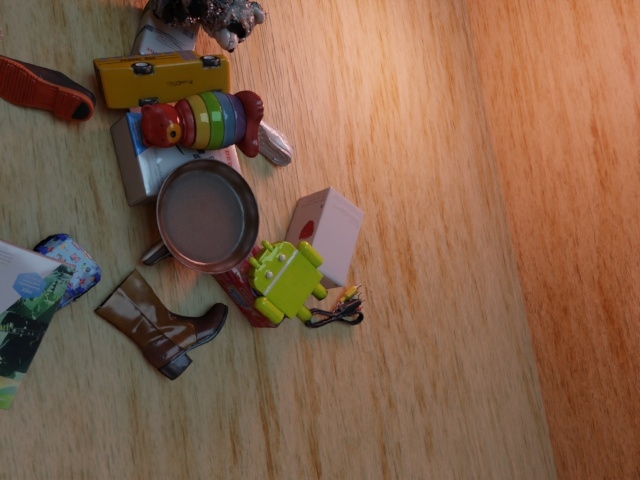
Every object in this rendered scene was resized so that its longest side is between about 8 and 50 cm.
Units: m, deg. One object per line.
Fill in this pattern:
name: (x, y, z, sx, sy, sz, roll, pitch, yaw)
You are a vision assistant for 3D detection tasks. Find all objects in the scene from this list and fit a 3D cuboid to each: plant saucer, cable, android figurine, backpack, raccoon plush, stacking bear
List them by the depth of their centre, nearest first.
backpack: (-0.618, 0.086, 1.118, 0.173, 0.116, 0.158, -45, 110, -36)
stacking bear: (-0.317, -0.305, 1.273, 0.288, 0.164, 0.176, -14, 133, -33)
plant saucer: (-0.303, -0.065, 1.319, 0.310, 0.050, 0.311, 4, 84, -42)
raccoon plush: (-0.292, -0.757, 1.341, 0.299, 0.216, 0.447, -24, 128, -48)
android figurine: (-0.098, 0.113, 1.427, 0.273, 0.056, 0.248, 48, 68, -26)
cable: (0.055, 0.262, 1.755, 0.287, 0.072, 0.140, -19, 111, -31)

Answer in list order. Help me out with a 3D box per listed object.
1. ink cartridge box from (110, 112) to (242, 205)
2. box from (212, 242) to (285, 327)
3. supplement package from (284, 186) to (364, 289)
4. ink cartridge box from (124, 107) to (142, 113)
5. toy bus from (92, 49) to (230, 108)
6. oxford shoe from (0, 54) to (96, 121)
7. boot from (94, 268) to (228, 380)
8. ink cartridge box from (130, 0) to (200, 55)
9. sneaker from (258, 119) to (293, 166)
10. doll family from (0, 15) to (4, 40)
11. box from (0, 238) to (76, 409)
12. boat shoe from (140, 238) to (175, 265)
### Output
ink cartridge box: (-0.395, -0.235, 1.379, 0.307, 0.129, 0.223, -14, 90, -43)
box: (-0.202, 0.134, 1.477, 0.123, 0.128, 0.257, -48, 113, -35)
supplement package: (0.000, 0.000, 1.657, 0.175, 0.177, 0.293, 34, 59, -32)
ink cartridge box: (-0.516, -0.382, 1.369, 0.062, 0.029, 0.115, -16, 93, -43)
toy bus: (-0.416, -0.436, 1.313, 0.332, 0.130, 0.108, -17, 131, -25)
oxford shoe: (-0.690, -0.380, 1.189, 0.271, 0.097, 0.098, 24, 31, -29)
boot: (-0.415, 0.189, 1.324, 0.280, 0.096, 0.264, 50, 60, -14)
ink cartridge box: (-0.453, -0.575, 1.427, 0.153, 0.086, 0.209, 23, 65, -38)
sneaker: (-0.182, -0.352, 1.643, 0.235, 0.090, 0.095, 44, 42, -31)
doll family: (-0.770, -0.418, 1.047, 0.118, 0.262, 0.163, 63, 15, -70)
box: (-0.684, 0.158, 0.995, 0.232, 0.058, 0.322, 25, 83, -24)
boat shoe: (-0.354, -0.016, 1.383, 0.096, 0.112, 0.335, 54, 47, -14)
